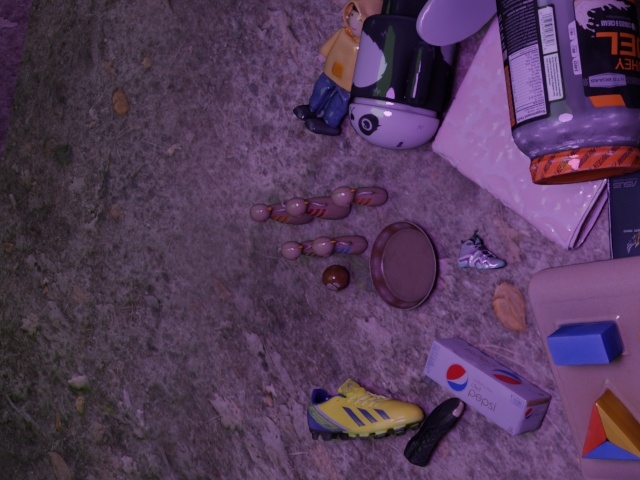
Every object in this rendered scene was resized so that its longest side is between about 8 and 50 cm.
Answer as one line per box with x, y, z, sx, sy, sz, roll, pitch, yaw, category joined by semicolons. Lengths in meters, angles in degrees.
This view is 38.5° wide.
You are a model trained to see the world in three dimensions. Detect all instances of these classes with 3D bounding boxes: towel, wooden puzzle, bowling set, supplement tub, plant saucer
0.360;-0.200;1.488;0.332;0.053;0.317;44;120;37;towel
0.464;0.199;1.318;0.322;0.081;0.347;-12;95;48;wooden puzzle
0.000;0.000;1.807;0.287;0.154;0.199;-15;80;47;bowling set
0.361;-0.246;1.312;0.194;0.194;0.315;-10;84;47;supplement tub
0.161;0.046;1.727;0.168;0.029;0.168;2;93;47;plant saucer

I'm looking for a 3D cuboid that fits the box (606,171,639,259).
0.528;-0.014;1.303;0.233;0.059;0.183;-3;90;47;box

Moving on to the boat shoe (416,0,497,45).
0.254;-0.426;1.503;0.267;0.096;0.088;-47;27;1;boat shoe

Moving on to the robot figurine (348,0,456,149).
0.142;-0.300;1.623;0.174;0.209;0.278;13;96;24;robot figurine

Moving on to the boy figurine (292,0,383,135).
0.053;-0.341;1.792;0.177;0.092;0.285;54;130;35;boy figurine

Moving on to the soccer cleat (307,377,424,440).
0.077;0.325;1.779;0.289;0.093;0.121;-15;73;46;soccer cleat

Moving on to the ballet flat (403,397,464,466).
0.213;0.348;1.675;0.173;0.049;0.057;-56;10;30;ballet flat

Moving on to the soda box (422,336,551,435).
0.281;0.245;1.566;0.216;0.074;0.069;33;114;42;soda box

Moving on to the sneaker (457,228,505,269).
0.278;0.015;1.591;0.098;0.038;0.069;2;93;47;sneaker
